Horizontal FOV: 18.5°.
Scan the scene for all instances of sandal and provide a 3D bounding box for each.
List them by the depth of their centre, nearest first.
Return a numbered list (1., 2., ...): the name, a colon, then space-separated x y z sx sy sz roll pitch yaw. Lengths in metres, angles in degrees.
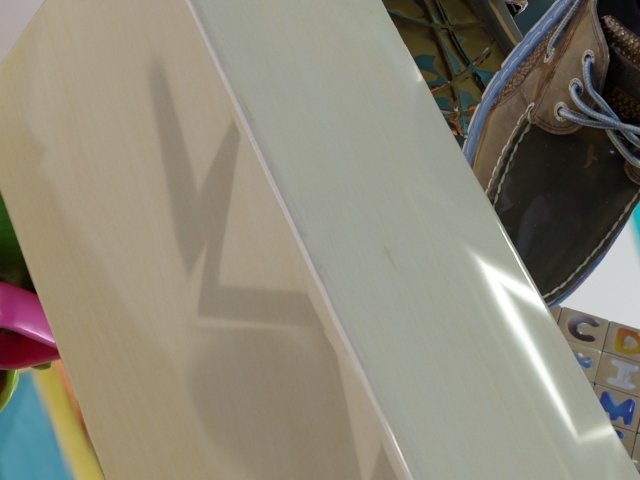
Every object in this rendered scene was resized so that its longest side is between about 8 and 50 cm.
1. sandal: 0.059 -0.129 0.950 0.060 0.090 0.219 -55 131 -26

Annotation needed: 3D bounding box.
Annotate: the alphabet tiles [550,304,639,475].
1. alphabet tiles: 0.203 0.122 1.484 0.198 0.237 0.009 -65 169 -50

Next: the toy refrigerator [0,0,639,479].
1. toy refrigerator: 0.001 0.035 0.536 0.094 0.102 0.269 8 44 -41

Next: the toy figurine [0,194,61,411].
1. toy figurine: -0.139 0.084 0.663 0.130 0.173 0.159 28 51 -42

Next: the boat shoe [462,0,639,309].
1. boat shoe: 0.100 -0.057 0.667 0.066 0.066 0.183 -137 -108 -82
